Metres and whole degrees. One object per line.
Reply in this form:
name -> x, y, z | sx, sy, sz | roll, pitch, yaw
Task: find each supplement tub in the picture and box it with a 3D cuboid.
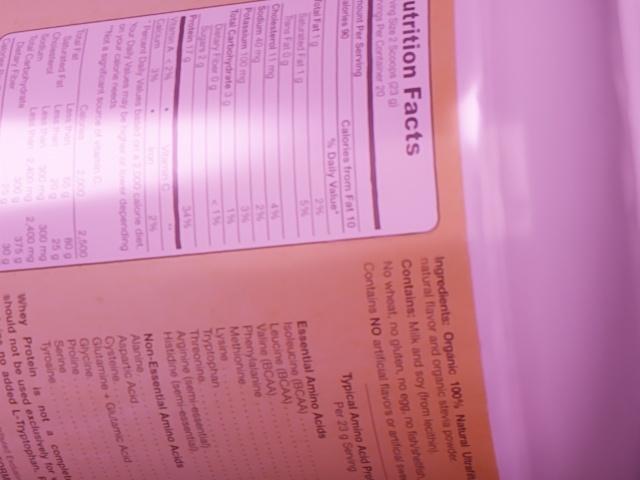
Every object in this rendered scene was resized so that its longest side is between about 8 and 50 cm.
supplement tub -> 0.000, 0.000, 0.490 | 0.316, 0.228, 0.228 | -5, 73, 12
